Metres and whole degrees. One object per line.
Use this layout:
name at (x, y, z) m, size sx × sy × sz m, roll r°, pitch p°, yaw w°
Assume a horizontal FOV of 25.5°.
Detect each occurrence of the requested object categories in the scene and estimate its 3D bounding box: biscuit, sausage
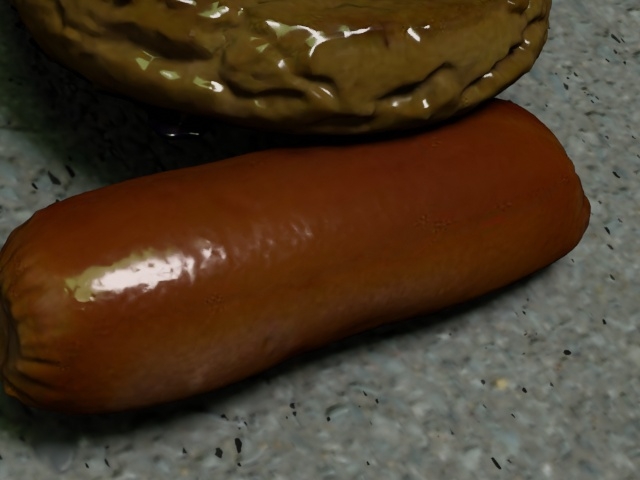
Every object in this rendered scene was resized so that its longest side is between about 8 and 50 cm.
biscuit at (-0.021, -0.150, 0.683) m, size 0.296 × 0.075 × 0.296 m, roll 7°, pitch 38°, yaw -5°
sausage at (0.000, 0.000, 0.613) m, size 0.300 × 0.083 × 0.089 m, roll -18°, pitch 50°, yaw -29°
